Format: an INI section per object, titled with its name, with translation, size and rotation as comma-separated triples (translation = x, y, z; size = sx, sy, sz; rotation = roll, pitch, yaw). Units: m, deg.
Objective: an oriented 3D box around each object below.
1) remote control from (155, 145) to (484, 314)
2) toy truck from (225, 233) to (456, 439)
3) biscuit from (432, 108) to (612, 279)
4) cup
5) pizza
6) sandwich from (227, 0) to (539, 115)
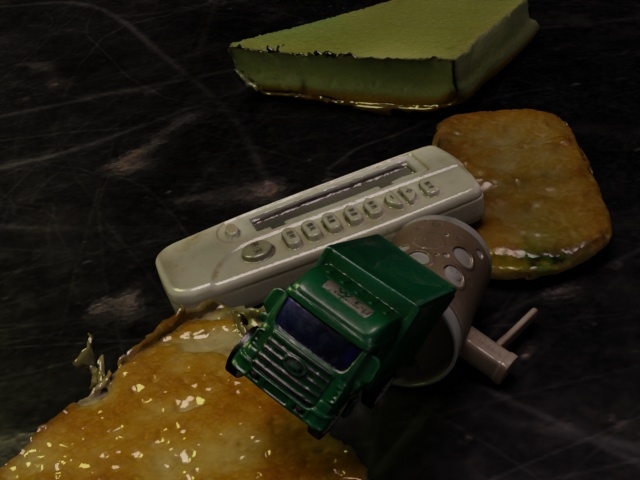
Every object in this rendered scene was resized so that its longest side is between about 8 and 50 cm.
[remote control]
translation = 0.000, -0.001, 0.788
size = 0.230, 0.049, 0.090
rotation = -21, 28, -9
[toy truck]
translation = 0.014, 0.048, 0.577
size = 0.065, 0.079, 0.147
rotation = 35, 14, 14
[biscuit]
translation = 0.148, -0.042, 0.848
size = 0.119, 0.029, 0.247
rotation = -5, 32, 4
[cup]
translation = 0.079, 0.035, 0.696
size = 0.102, 0.074, 0.099
rotation = 4, 34, 22
[pizza]
translation = -0.058, 0.124, 0.602
size = 0.280, 0.075, 0.287
rotation = 0, 30, 10
[sandwich]
translation = 0.070, -0.195, 1.098
size = 0.245, 0.063, 0.212
rotation = 11, 33, 30
